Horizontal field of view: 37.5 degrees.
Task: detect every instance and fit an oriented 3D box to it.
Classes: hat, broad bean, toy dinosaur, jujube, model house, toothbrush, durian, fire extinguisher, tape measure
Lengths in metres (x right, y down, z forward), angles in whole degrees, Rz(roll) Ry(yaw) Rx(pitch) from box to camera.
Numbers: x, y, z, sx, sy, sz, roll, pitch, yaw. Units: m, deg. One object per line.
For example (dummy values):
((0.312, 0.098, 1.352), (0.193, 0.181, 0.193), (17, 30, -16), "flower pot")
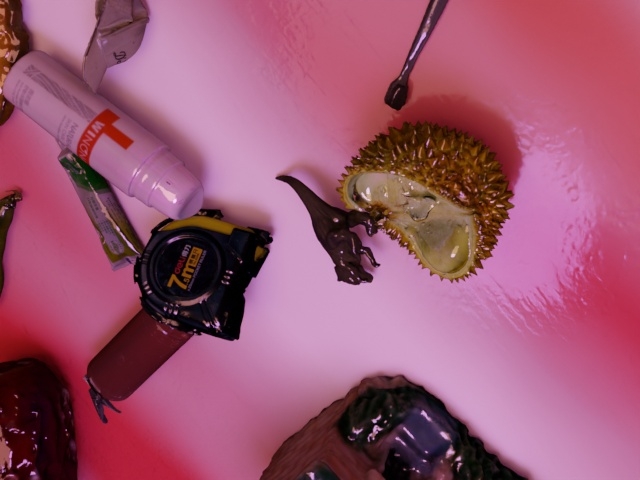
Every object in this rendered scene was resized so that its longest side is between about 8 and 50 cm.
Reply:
((-0.309, -0.298, 1.396), (0.081, 0.122, 0.166), (20, 87, -7), "hat")
((-0.570, 0.021, 1.633), (0.065, 0.046, 0.254), (18, 113, -4), "broad bean")
((0.000, 0.000, 1.423), (0.179, 0.087, 0.187), (9, 124, 31), "toy dinosaur")
((-0.547, 0.399, 1.653), (0.259, 0.258, 0.376), (0, 104, 17), "jujube")
((0.099, 0.501, 1.416), (0.395, 0.400, 0.445), (-39, 94, 28), "model house")
((0.157, -0.315, 1.302), (0.030, 0.030, 0.297), (16, 114, -17), "toothbrush")
((0.152, -0.066, 1.307), (0.237, 0.176, 0.200), (30, 129, 10), "durian")
((-0.315, 0.201, 1.592), (0.105, 0.105, 0.269), (46, 114, -3), "fire extinguisher")
((-0.188, 0.048, 1.473), (0.186, 0.112, 0.199), (17, 74, 14), "tape measure")

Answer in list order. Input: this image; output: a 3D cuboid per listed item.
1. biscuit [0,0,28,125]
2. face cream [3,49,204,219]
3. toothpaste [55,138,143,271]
((-0.613, -0.307, 1.515), (0.330, 0.078, 0.334), (-4, 108, 15), "biscuit")
((-0.328, -0.155, 1.446), (0.346, 0.102, 0.102), (37, 115, 10), "face cream")
((-0.367, -0.065, 1.543), (0.078, 0.047, 0.247), (-19, 105, 26), "toothpaste")
